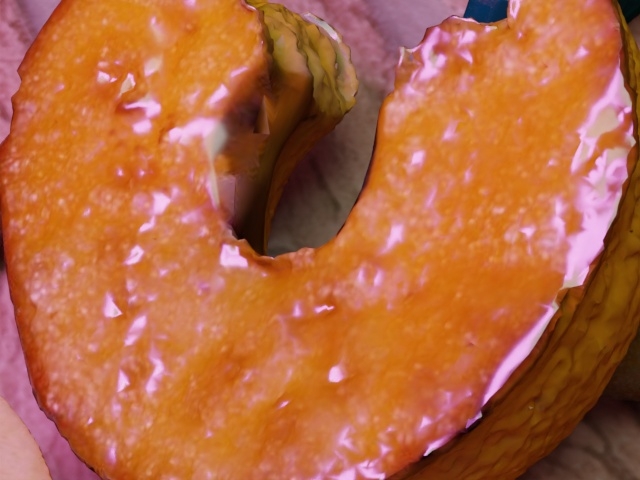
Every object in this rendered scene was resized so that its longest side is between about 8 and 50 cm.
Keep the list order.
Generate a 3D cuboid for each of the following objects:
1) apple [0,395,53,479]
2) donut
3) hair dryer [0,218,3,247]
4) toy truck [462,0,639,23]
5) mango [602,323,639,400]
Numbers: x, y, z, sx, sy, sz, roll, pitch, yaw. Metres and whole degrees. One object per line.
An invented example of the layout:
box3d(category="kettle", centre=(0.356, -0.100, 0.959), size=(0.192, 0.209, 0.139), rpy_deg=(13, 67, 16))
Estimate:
box3d(category="apple", centre=(-0.309, 0.182, 1.068), size=(0.309, 0.252, 0.314), rpy_deg=(19, 78, -11))
box3d(category="donut", centre=(0.000, 0.000, 1.175), size=(0.435, 0.163, 0.378), rpy_deg=(16, 78, 36))
box3d(category="hair dryer", centre=(-0.306, -0.021, 1.283), size=(0.181, 0.064, 0.117), rpy_deg=(39, 60, -6))
box3d(category="toy truck", centre=(0.202, -0.226, 1.407), size=(0.253, 0.114, 0.124), rpy_deg=(-38, 75, -21))
box3d(category="mango", centre=(0.204, 0.006, 1.225), size=(0.316, 0.146, 0.193), rpy_deg=(3, 57, 16))
